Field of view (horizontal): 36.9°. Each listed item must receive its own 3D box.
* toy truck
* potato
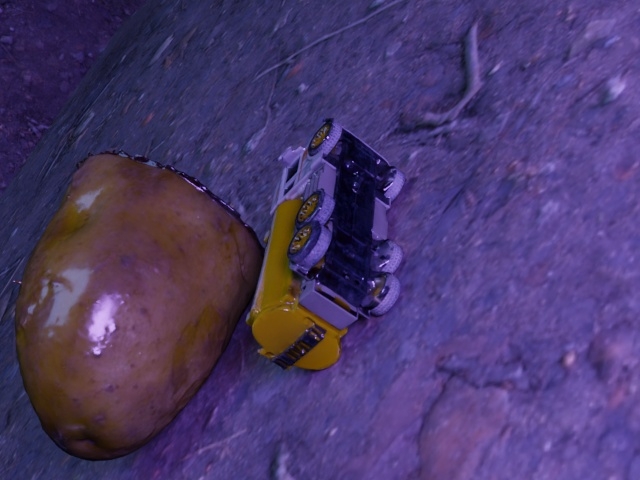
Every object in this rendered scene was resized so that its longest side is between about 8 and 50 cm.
[{"bbox_3d":[0.000,0.000,0.839,0.114,0.098,0.227,-39,27,34],"label":"toy truck"},{"bbox_3d":[-0.191,0.077,0.916,0.229,0.229,0.266,-23,31,44],"label":"potato"}]
